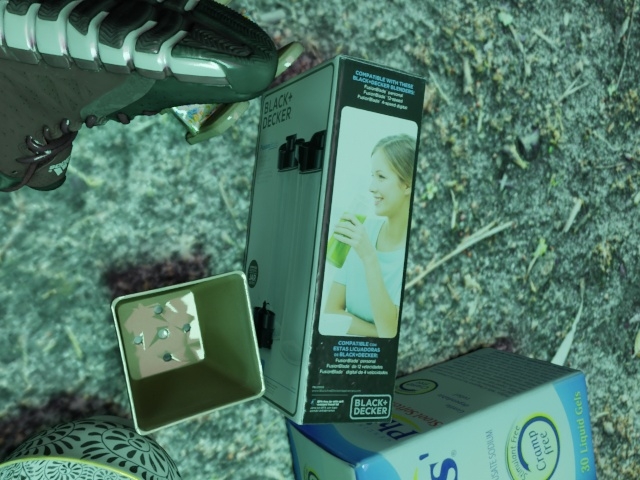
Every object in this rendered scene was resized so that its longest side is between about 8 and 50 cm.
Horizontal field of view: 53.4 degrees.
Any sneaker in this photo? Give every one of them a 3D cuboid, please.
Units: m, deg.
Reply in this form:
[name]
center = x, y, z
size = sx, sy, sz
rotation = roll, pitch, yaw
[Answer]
[sneaker]
center = -0.172, -0.102, 0.474
size = 0.282, 0.106, 0.162
rotation = 12, 128, 5

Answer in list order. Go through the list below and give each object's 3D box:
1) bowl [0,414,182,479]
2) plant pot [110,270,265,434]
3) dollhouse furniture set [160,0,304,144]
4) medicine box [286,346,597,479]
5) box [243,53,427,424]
[bowl]
center = -0.178, 0.196, 0.513
size = 0.170, 0.080, 0.170
rotation = 2, 124, 3
[plant pot]
center = -0.123, 0.086, 0.546
size = 0.109, 0.096, 0.108
rotation = -12, 96, -27
[dollhouse furniture set]
center = -0.086, -0.237, 0.521
size = 0.212, 0.161, 0.242
rotation = 46, 71, -22
[medicine box]
center = 0.137, 0.283, 0.662
size = 0.290, 0.149, 0.263
rotation = -12, 97, -29
[box]
center = 0.000, 0.000, 0.573
size = 0.087, 0.169, 0.289
rotation = 7, 89, -26
